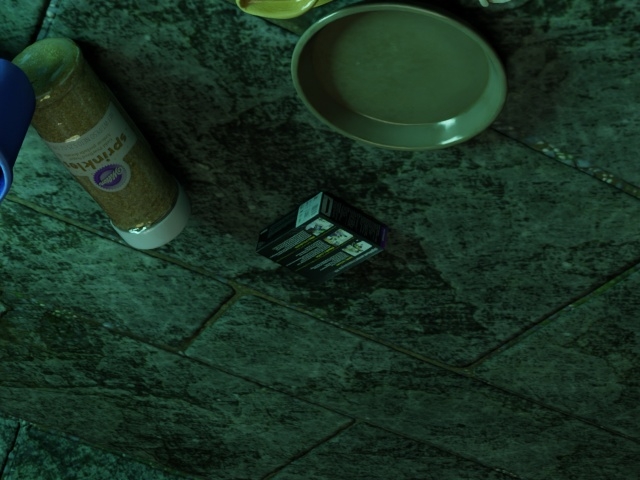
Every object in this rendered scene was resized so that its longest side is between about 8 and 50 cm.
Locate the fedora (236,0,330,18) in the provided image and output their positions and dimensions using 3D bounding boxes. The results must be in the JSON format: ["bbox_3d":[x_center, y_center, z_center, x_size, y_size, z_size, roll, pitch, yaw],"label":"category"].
[{"bbox_3d":[-0.045,-0.311,1.280,0.194,0.079,0.194,9,148,5],"label":"fedora"}]

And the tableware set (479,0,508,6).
[{"bbox_3d":[0.232,-0.316,1.240,0.168,0.020,0.141,-2,145,20],"label":"tableware set"}]

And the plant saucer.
[{"bbox_3d":[0.101,-0.213,1.425,0.277,0.041,0.278,8,148,5],"label":"plant saucer"}]

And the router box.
[{"bbox_3d":[0.000,0.000,1.782,0.133,0.046,0.179,29,144,-26],"label":"router box"}]

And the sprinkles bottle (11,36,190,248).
[{"bbox_3d":[-0.313,-0.131,1.606,0.121,0.121,0.355,-3,145,22],"label":"sprinkles bottle"}]

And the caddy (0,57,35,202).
[{"bbox_3d":[-0.510,-0.119,1.417,0.241,0.179,0.341,25,146,-18],"label":"caddy"}]
